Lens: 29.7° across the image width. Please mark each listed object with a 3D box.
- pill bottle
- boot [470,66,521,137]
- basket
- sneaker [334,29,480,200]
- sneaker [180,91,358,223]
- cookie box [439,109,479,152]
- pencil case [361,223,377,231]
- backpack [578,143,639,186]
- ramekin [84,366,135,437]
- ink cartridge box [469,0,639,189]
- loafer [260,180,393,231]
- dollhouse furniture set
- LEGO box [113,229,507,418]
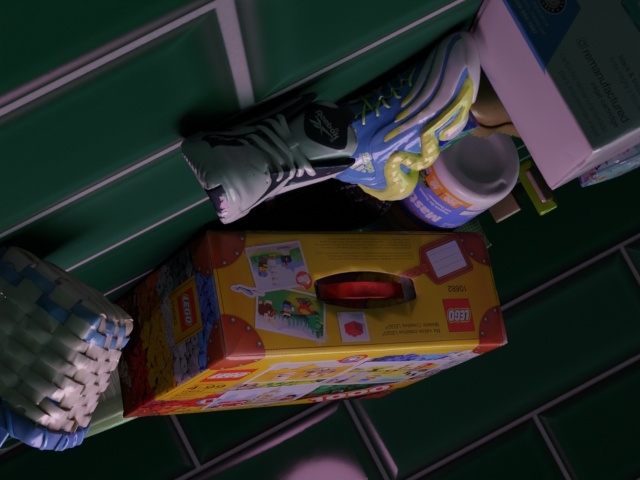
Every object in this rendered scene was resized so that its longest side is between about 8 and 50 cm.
[{"bbox_3d":[0.183,-0.087,1.915,0.152,0.152,0.272,-24,173,-30],"label":"pill bottle"},{"bbox_3d":[0.297,-0.240,1.491,0.269,0.089,0.236,-39,162,30],"label":"boot"},{"bbox_3d":[-0.337,0.157,1.249,0.289,0.201,0.255,-59,176,-6],"label":"basket"},{"bbox_3d":[0.081,-0.135,1.330,0.126,0.091,0.240,6,134,-23],"label":"sneaker"},{"bbox_3d":[-0.038,-0.090,1.164,0.153,0.094,0.235,-30,174,7],"label":"sneaker"},{"bbox_3d":[0.120,-0.145,1.423,0.040,0.092,0.107,-26,175,-45],"label":"cookie box"},{"bbox_3d":[0.211,-0.073,2.318,0.306,0.119,0.133,-32,-158,34],"label":"pencil case"},{"bbox_3d":[0.619,-0.238,2.527,0.225,0.191,0.253,-22,167,-41],"label":"backpack"},{"bbox_3d":[-0.375,0.255,2.254,0.303,0.148,0.303,-23,172,-3],"label":"ramekin"},{"bbox_3d":[0.326,-0.214,1.245,0.270,0.198,0.197,-28,174,-5],"label":"ink cartridge box"},{"bbox_3d":[0.010,-0.053,1.876,0.220,0.080,0.078,-19,-161,13],"label":"loafer"},{"bbox_3d":[0.226,-0.067,2.064,0.301,0.198,0.151,-30,175,17],"label":"dollhouse furniture set"},{"bbox_3d":[-0.026,0.132,1.904,0.500,0.193,0.372,0,160,-33],"label":"LEGO box"}]
